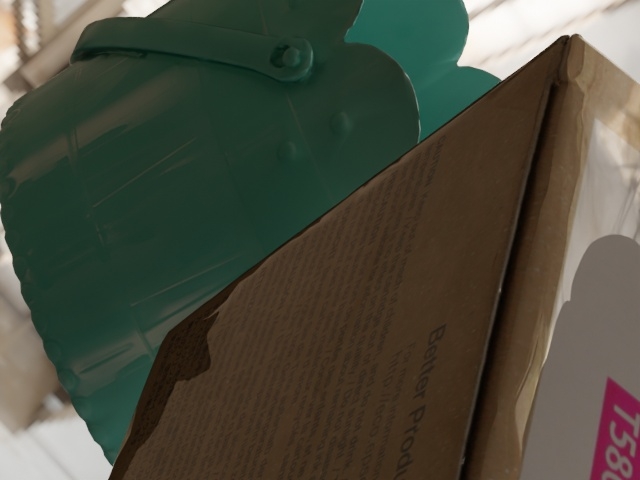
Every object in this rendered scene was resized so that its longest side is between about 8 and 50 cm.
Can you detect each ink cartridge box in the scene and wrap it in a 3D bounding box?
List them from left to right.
[{"bbox_3d":[0.011,0.090,0.472,0.193,0.088,0.235,-35,-154,42],"label":"ink cartridge box"}]

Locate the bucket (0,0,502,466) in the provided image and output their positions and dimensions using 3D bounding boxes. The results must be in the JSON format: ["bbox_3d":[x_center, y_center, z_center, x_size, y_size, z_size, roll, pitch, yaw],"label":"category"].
[{"bbox_3d":[0.000,0.000,0.812,0.183,0.281,0.281,-26,-162,13],"label":"bucket"}]
